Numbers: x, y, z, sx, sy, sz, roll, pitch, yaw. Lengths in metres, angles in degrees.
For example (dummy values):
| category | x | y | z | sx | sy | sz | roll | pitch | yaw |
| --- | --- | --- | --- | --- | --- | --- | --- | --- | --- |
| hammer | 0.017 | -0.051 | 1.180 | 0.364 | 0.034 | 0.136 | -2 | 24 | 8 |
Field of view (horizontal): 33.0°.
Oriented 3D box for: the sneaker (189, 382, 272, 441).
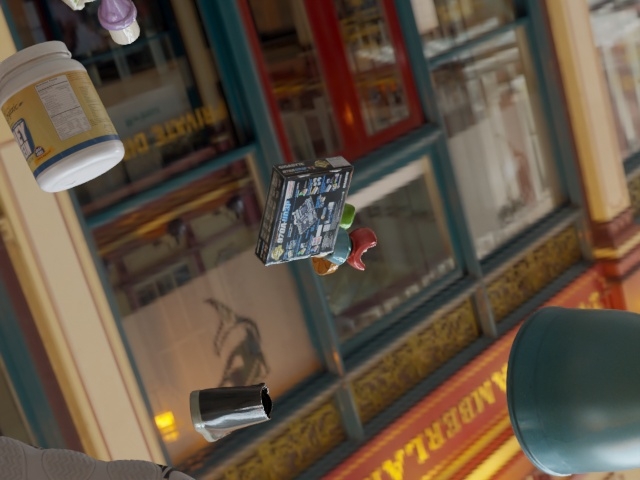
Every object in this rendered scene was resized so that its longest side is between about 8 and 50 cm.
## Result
| category | x | y | z | sx | sy | sz | roll | pitch | yaw |
| --- | --- | --- | --- | --- | --- | --- | --- | --- | --- |
| sneaker | -0.129 | 0.273 | 1.718 | 0.118 | 0.083 | 0.222 | -7 | 170 | 3 |

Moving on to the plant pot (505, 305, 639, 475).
| category | x | y | z | sx | sy | sz | roll | pitch | yaw |
| --- | --- | --- | --- | --- | --- | --- | --- | --- | --- |
| plant pot | 0.466 | 0.227 | 1.647 | 0.255 | 0.272 | 0.271 | -9 | -163 | 47 |

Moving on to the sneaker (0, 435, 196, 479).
| category | x | y | z | sx | sy | sz | roll | pitch | yaw |
| --- | --- | --- | --- | --- | --- | --- | --- | --- | --- |
| sneaker | -0.259 | 0.343 | 1.284 | 0.365 | 0.210 | 0.137 | 13 | -119 | 7 |

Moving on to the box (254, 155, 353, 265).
| category | x | y | z | sx | sy | sz | roll | pitch | yaw |
| --- | --- | --- | --- | --- | --- | --- | --- | --- | --- |
| box | -0.034 | -0.061 | 2.231 | 0.175 | 0.220 | 0.051 | -12 | -140 | -34 |

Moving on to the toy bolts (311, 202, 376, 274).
| category | x | y | z | sx | sy | sz | roll | pitch | yaw |
| --- | --- | --- | --- | --- | --- | --- | --- | --- | --- |
| toy bolts | 0.000 | 0.000 | 2.559 | 0.158 | 0.218 | 0.228 | 6 | -155 | -32 |

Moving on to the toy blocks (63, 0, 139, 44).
| category | x | y | z | sx | sy | sz | roll | pitch | yaw |
| --- | --- | --- | --- | --- | --- | --- | --- | --- | --- |
| toy blocks | -0.287 | -0.474 | 1.475 | 0.309 | 0.260 | 0.288 | 39 | -105 | 21 |

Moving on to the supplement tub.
| category | x | y | z | sx | sy | sz | roll | pitch | yaw |
| --- | --- | --- | --- | --- | --- | --- | --- | --- | --- |
| supplement tub | -0.406 | -0.190 | 1.666 | 0.144 | 0.200 | 0.144 | -27 | 177 | -1 |
